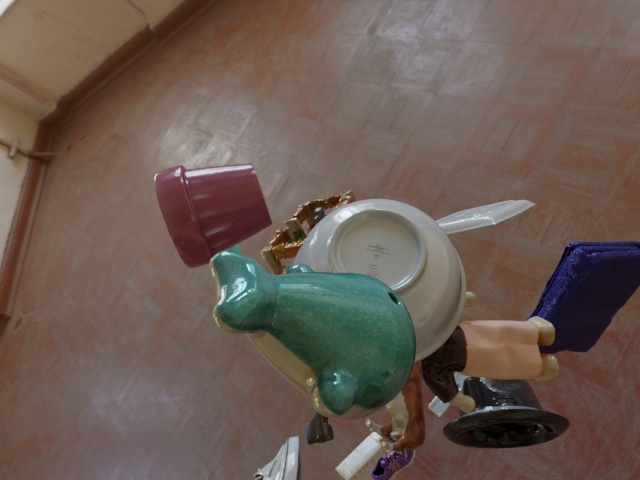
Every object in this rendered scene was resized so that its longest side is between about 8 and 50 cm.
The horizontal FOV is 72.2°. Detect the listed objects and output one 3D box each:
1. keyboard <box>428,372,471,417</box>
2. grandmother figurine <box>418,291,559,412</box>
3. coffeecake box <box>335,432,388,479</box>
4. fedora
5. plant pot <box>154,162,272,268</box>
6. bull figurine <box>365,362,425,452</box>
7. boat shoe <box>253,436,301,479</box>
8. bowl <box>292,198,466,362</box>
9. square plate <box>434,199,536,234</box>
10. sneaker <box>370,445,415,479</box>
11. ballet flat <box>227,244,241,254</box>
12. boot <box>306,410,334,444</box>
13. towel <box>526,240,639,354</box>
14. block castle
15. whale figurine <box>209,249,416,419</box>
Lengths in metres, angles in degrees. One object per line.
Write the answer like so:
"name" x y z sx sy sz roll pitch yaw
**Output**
"keyboard" 0.508 0.548 1.648 0.256 0.014 0.072 -46 30 -9
"grandmother figurine" 0.245 0.198 0.789 0.343 0.104 0.207 6 64 -8
"coffeecake box" 0.158 0.776 1.506 0.186 0.142 0.068 -34 32 -24
"fedora" 0.475 0.443 1.168 0.334 0.334 0.152 -23 46 25
"plant pot" -0.199 -0.064 0.861 0.181 0.201 0.201 -18 53 -7
"bull figurine" 0.213 0.417 1.202 0.101 0.189 0.309 -26 68 54
"boat shoe" -0.080 0.432 0.780 0.085 0.258 0.095 -2 91 2
"bowl" 0.087 0.042 0.690 0.298 0.134 0.297 -3 62 5
"square plate" 0.588 -0.088 1.689 0.347 0.344 0.049 -13 95 49
"sneaker" 0.215 0.654 1.301 0.169 0.071 0.068 -54 38 7
"ballet flat" -0.266 0.006 1.177 0.083 0.087 0.247 -33 35 12
"boot" -0.021 0.740 1.834 0.106 0.082 0.219 -25 40 8
"towel" 0.561 0.129 0.951 0.076 0.228 0.308 -118 32 -48
"block castle" 0.000 0.000 1.736 0.303 0.212 0.453 -13 25 30
"whale figurine" 0.005 0.088 0.499 0.141 0.272 0.216 -41 37 17
